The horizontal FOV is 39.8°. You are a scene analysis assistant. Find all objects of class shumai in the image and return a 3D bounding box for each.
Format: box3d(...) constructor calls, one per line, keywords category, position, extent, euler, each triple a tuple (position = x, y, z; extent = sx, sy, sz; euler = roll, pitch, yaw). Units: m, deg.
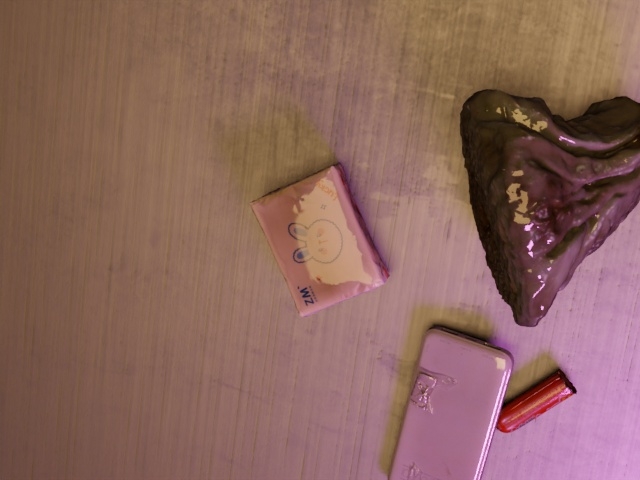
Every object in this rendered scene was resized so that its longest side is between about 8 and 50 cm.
box3d(category="shumai", position=(0.339, -0.062, 1.166), extent=(0.263, 0.309, 0.304), euler=(-17, 65, 2))

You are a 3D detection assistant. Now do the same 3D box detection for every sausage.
box3d(category="sausage", position=(0.316, 0.252, 1.340), extent=(0.145, 0.050, 0.048), euler=(-37, 120, 18))

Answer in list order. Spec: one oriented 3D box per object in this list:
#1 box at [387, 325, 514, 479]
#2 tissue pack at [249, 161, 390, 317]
box3d(category="box", position=(0.197, 0.282, 1.365), extent=(0.142, 0.044, 0.285), euler=(19, 107, 22))
box3d(category="tissue pack", position=(0.000, 0.000, 1.340), extent=(0.148, 0.092, 0.196), euler=(-23, 96, 16))
